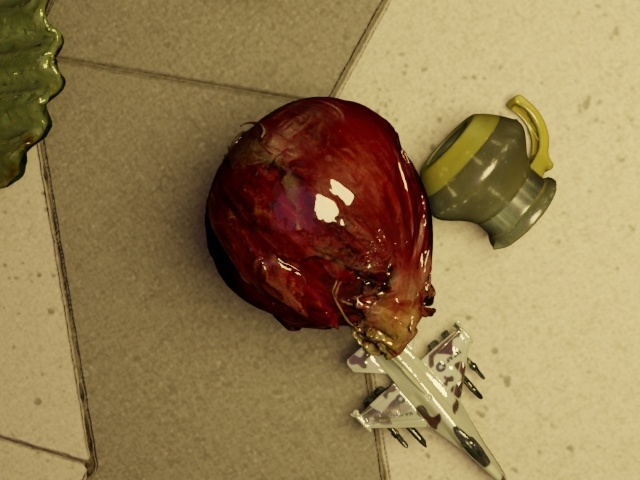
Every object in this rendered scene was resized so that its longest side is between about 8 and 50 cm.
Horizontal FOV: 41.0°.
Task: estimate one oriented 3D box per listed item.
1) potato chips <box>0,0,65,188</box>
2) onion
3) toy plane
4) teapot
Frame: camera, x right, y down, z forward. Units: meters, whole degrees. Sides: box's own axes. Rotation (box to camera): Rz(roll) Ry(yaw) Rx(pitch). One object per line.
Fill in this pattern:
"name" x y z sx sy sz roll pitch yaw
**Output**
"potato chips" -0.515 -0.190 1.082 0.429 0.070 0.359 -7 91 15
"onion" -0.014 -0.015 0.872 0.221 0.281 0.281 -38 83 -27
"toy plane" 0.125 0.177 0.949 0.160 0.082 0.234 -42 98 4
"teapot" 0.184 -0.074 0.894 0.119 0.130 0.166 41 71 -7
